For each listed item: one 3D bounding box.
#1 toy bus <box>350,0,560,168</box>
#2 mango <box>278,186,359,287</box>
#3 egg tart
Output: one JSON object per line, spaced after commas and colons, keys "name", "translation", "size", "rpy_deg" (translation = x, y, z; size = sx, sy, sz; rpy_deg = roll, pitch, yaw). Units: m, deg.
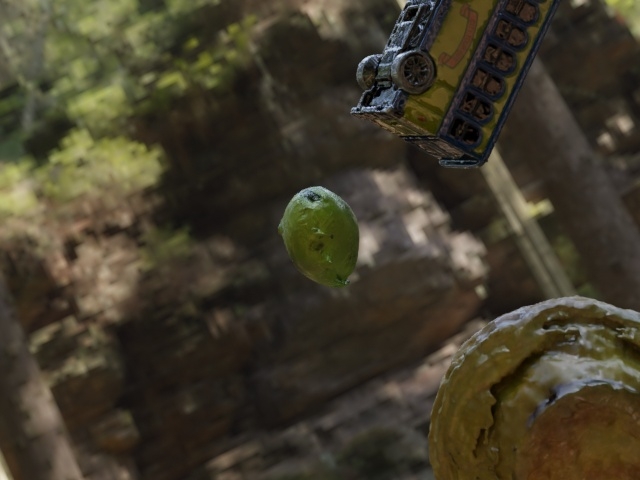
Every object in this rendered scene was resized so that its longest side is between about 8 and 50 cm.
{"name": "toy bus", "translation": [0.176, -0.251, 2.195], "size": [0.288, 0.175, 0.138], "rpy_deg": [-64, 19, -6]}
{"name": "mango", "translation": [-0.001, 0.000, 2.462], "size": [0.119, 0.100, 0.178], "rpy_deg": [-63, -30, -26]}
{"name": "egg tart", "translation": [0.256, 0.196, 1.796], "size": [0.294, 0.294, 0.123], "rpy_deg": [-26, 21, -3]}
